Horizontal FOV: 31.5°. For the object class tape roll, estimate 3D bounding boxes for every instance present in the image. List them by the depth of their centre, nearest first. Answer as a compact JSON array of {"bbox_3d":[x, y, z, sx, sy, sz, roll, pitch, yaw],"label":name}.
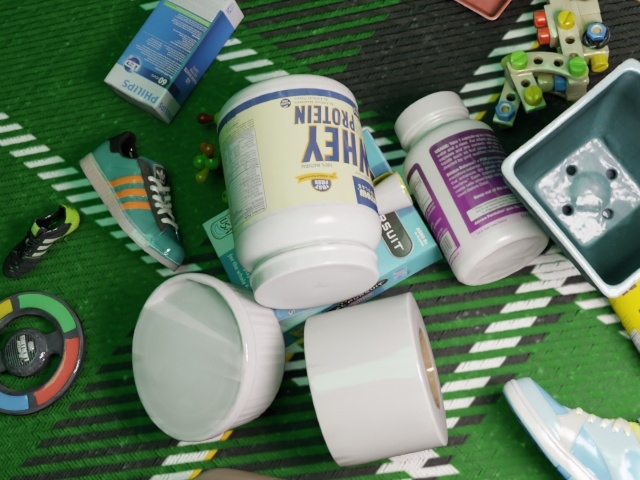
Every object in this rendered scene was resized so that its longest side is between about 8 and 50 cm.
[{"bbox_3d":[0.089,0.217,1.766,0.169,0.246,0.246,-14,68,10],"label":"tape roll"}]

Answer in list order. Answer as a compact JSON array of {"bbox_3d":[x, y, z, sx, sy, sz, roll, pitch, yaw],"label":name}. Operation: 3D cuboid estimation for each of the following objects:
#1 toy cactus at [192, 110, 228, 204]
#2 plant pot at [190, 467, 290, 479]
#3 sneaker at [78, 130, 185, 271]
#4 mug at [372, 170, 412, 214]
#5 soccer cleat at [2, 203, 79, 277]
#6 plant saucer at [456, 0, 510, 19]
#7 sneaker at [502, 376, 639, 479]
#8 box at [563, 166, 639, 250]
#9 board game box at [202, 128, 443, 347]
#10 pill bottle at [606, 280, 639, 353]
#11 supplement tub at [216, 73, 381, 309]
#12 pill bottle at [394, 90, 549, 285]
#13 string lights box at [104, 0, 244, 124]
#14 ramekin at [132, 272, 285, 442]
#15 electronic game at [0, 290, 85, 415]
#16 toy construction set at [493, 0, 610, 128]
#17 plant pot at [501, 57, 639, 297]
[{"bbox_3d":[-0.140,-0.160,2.033,0.180,0.112,0.219,-5,41,-8],"label":"toy cactus"},{"bbox_3d":[-0.087,0.482,1.711,0.280,0.323,0.323,22,78,37],"label":"plant pot"},{"bbox_3d":[-0.317,-0.080,2.051,0.121,0.108,0.302,-41,65,3],"label":"sneaker"},{"bbox_3d":[0.112,-0.074,1.885,0.064,0.078,0.062,-27,99,11],"label":"mug"},{"bbox_3d":[-0.525,-0.002,2.097,0.179,0.072,0.060,-42,66,-2],"label":"soccer cleat"},{"bbox_3d":[0.291,-0.548,2.087,0.259,0.048,0.258,35,83,22],"label":"plant saucer"},{"bbox_3d":[0.442,0.290,1.715,0.208,0.127,0.319,-41,76,0],"label":"sneaker"},{"bbox_3d":[0.495,-0.075,1.860,0.232,0.059,0.183,-32,68,3],"label":"box"},{"bbox_3d":[0.000,0.000,1.955,0.336,0.079,0.254,-30,67,3],"label":"board game box"},{"bbox_3d":[0.534,0.131,1.747,0.117,0.117,0.215,-29,67,4],"label":"pill bottle"},{"bbox_3d":[-0.032,-0.075,1.818,0.235,0.235,0.325,-14,68,10],"label":"supplement tub"},{"bbox_3d":[0.239,-0.091,1.875,0.169,0.169,0.302,-26,67,5],"label":"pill bottle"},{"bbox_3d":[-0.277,-0.366,2.157,0.133,0.077,0.260,30,81,22],"label":"string lights box"},{"bbox_3d":[-0.175,0.188,1.862,0.273,0.127,0.273,-1,88,40],"label":"ramekin"},{"bbox_3d":[-0.530,0.201,2.041,0.229,0.048,0.229,-5,70,13],"label":"electronic game"},{"bbox_3d":[0.380,-0.363,1.948,0.215,0.151,0.328,-9,81,6],"label":"toy construction set"},{"bbox_3d":[0.424,-0.080,1.699,0.247,0.252,0.248,-39,86,0],"label":"plant pot"}]
